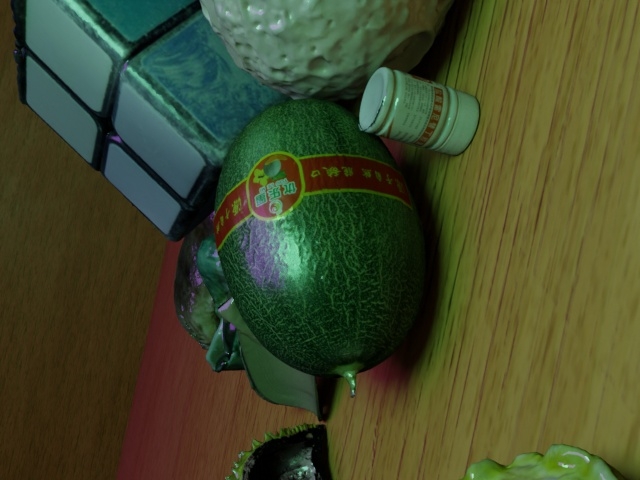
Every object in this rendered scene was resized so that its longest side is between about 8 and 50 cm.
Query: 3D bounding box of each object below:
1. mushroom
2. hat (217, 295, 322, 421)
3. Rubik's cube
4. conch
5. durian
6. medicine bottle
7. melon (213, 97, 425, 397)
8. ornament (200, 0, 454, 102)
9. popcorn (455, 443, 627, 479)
[{"bbox_3d":[-0.193,0.030,1.224,0.247,0.130,0.344,-100,27,-57],"label":"mushroom"},{"bbox_3d":[-0.029,0.116,0.747,0.147,0.085,0.175,12,125,37],"label":"hat"},{"bbox_3d":[-0.174,-0.235,0.881,0.318,0.313,0.316,-47,4,-27],"label":"Rubik's cube"},{"bbox_3d":[-0.090,0.062,0.870,0.196,0.134,0.202,175,92,-67],"label":"conch"},{"bbox_3d":[-0.054,0.283,0.667,0.108,0.119,0.186,-58,28,36],"label":"durian"},{"bbox_3d":[0.083,-0.109,0.562,0.057,0.089,0.057,-167,90,-71],"label":"medicine bottle"},{"bbox_3d":[0.000,0.000,0.586,0.182,0.182,0.287,-57,41,47],"label":"melon"},{"bbox_3d":[0.011,-0.252,0.627,0.225,0.259,0.259,53,142,15],"label":"ornament"},{"bbox_3d":[0.116,0.152,0.315,0.097,0.089,0.109,-45,25,-12],"label":"popcorn"}]
